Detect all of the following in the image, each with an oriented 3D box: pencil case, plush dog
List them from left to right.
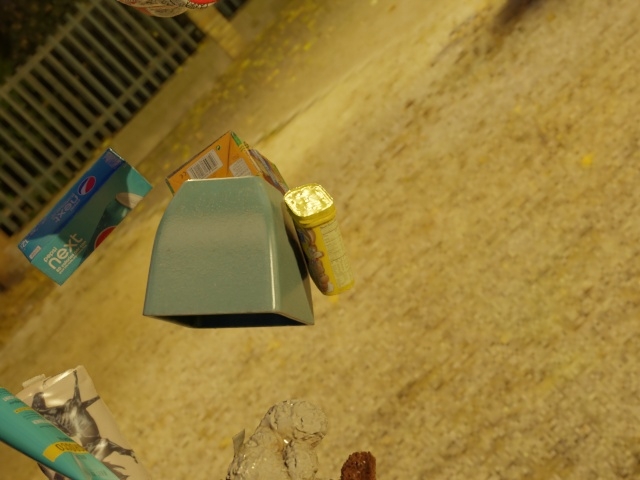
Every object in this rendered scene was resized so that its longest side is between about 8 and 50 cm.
[{"bbox_3d":[-0.368,0.396,1.827,0.160,0.410,0.183,-34,1,-25],"label":"pencil case"},{"bbox_3d":[-0.031,0.397,1.632,0.210,0.225,0.262,-9,-60,-69],"label":"plush dog"}]

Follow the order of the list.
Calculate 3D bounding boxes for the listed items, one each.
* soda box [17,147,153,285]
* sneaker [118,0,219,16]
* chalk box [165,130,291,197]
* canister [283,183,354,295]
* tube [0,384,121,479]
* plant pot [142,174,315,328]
[{"bbox_3d":[-0.361,-0.037,1.681,0.210,0.071,0.067,-47,41,-5],"label":"soda box"},{"bbox_3d":[-0.155,-0.307,1.286,0.145,0.090,0.270,9,10,20],"label":"sneaker"},{"bbox_3d":[-0.156,-0.070,2.286,0.180,0.179,0.289,-35,-25,10],"label":"chalk box"},{"bbox_3d":[0.000,0.000,1.945,0.073,0.170,0.126,-22,27,-9],"label":"canister"},{"bbox_3d":[-0.298,0.207,1.143,0.052,0.207,0.080,-64,-22,3],"label":"tube"},{"bbox_3d":[-0.156,0.021,1.958,0.247,0.252,0.248,-2,-10,14],"label":"plant pot"}]
